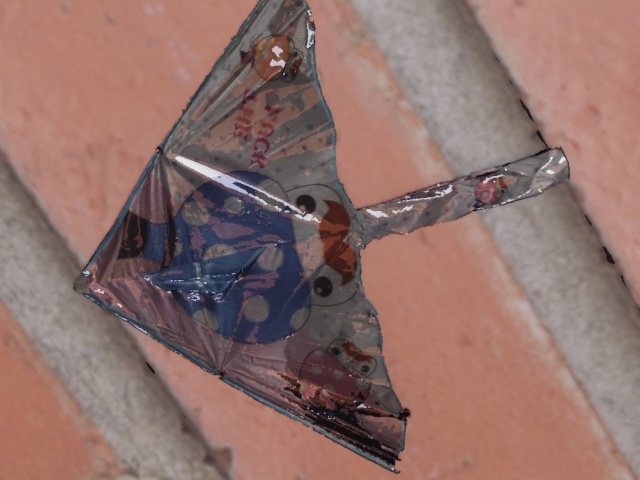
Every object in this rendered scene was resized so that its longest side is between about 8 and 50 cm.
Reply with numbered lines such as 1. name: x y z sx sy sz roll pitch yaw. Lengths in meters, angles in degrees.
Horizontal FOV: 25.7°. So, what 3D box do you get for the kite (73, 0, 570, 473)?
1. kite: 0.000 0.000 0.864 0.314 0.011 0.335 -13 110 6
